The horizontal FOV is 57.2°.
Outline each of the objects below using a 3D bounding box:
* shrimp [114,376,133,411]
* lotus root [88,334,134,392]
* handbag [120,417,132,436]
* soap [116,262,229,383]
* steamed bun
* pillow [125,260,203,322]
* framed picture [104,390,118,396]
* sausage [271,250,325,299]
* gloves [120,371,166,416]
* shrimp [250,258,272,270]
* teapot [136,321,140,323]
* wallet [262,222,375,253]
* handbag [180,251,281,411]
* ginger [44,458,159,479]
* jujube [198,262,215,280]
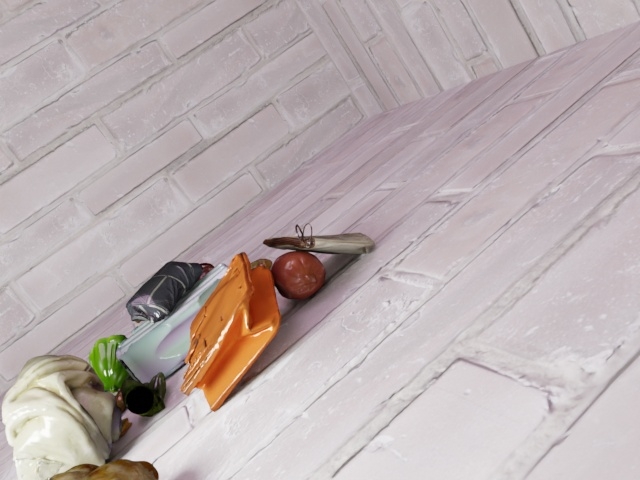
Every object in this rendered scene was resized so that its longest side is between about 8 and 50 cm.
[{"bbox_3d":[-0.636,0.502,1.814,0.132,0.052,0.187,-19,24,46],"label":"shrimp"},{"bbox_3d":[-0.667,0.426,1.910,0.186,0.186,0.186,-32,14,9],"label":"lotus root"},{"bbox_3d":[-0.569,0.529,1.628,0.083,0.027,0.061,-27,15,23],"label":"handbag"},{"bbox_3d":[-0.434,0.269,1.904,0.446,0.156,0.261,-38,14,-12],"label":"soap"},{"bbox_3d":[-0.622,0.465,1.489,0.237,0.394,0.347,-12,-28,-6],"label":"steamed bun"},{"bbox_3d":[-0.498,0.161,1.870,0.161,0.093,0.335,-4,25,22],"label":"pillow"},{"bbox_3d":[-0.791,0.510,2.191,0.326,0.028,0.446,-32,15,13],"label":"framed picture"},{"bbox_3d":[-0.068,0.097,1.669,0.148,0.148,0.254,-37,12,-10],"label":"sausage"},{"bbox_3d":[-0.483,0.423,1.600,0.107,0.135,0.268,-62,5,-4],"label":"gloves"},{"bbox_3d":[-0.237,0.124,2.136,0.145,0.061,0.267,-26,12,-2],"label":"shrimp"},{"bbox_3d":[-0.588,0.224,1.949,0.110,0.085,0.080,-51,2,30],"label":"teapot"},{"bbox_3d":[-0.001,0.003,1.706,0.274,0.068,0.335,6,-4,-28],"label":"wallet"},{"bbox_3d":[-0.239,0.213,1.523,0.304,0.116,0.410,-53,16,7],"label":"handbag"},{"bbox_3d":[-0.430,0.506,1.108,0.375,0.176,0.256,-24,2,35],"label":"ginger"},{"bbox_3d":[-0.495,0.190,2.266,0.243,0.183,0.183,-38,14,-8],"label":"jujube"}]
